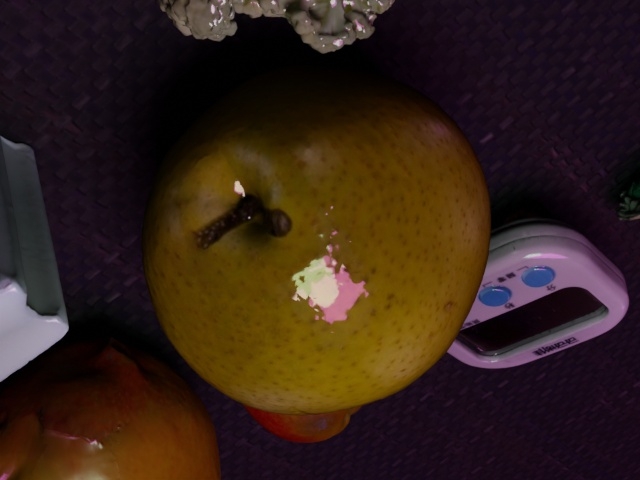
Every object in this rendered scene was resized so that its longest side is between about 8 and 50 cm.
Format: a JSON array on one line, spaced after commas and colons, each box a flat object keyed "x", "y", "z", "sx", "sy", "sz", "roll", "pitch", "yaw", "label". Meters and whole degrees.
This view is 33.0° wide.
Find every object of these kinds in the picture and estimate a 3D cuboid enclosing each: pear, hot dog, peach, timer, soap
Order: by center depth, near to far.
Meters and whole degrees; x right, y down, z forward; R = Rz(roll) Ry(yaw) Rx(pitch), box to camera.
[{"x": -0.341, "y": 0.014, "z": 1.034, "sx": 0.159, "sy": 0.265, "sz": 0.087, "roll": -34, "pitch": 135, "yaw": 9, "label": "soap"}, {"x": 0.000, "y": 0.000, "z": 1.110, "sx": 0.362, "sy": 0.362, "sz": 0.418, "roll": -32, "pitch": 161, "yaw": 7, "label": "pear"}, {"x": -0.279, "y": 0.294, "z": 1.304, "sx": 0.372, "sy": 0.290, "sz": 0.373, "roll": -12, "pitch": 130, "yaw": -14, "label": "peach"}, {"x": -0.027, "y": 0.166, "z": 1.418, "sx": 0.190, "sy": 0.192, "sz": 0.190, "roll": -44, "pitch": 169, "yaw": -11, "label": "peach"}, {"x": 0.259, "y": 0.073, "z": 1.436, "sx": 0.262, "sy": 0.087, "sz": 0.237, "roll": -26, "pitch": 138, "yaw": 30, "label": "timer"}, {"x": 0.284, "y": 0.004, "z": 1.451, "sx": 0.062, "sy": 0.038, "sz": 0.144, "roll": -17, "pitch": 142, "yaw": 18, "label": "hot dog"}]

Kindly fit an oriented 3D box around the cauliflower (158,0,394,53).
[{"x": -0.056, "y": -0.285, "z": 0.876, "sx": 0.327, "sy": 0.281, "sz": 0.260, "roll": 43, "pitch": 125, "yaw": -17, "label": "cauliflower"}]

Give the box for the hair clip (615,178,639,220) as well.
[{"x": 0.550, "y": -0.092, "z": 1.442, "sx": 0.321, "sy": 0.138, "sz": 0.091, "roll": -8, "pitch": 89, "yaw": -15, "label": "hair clip"}]
